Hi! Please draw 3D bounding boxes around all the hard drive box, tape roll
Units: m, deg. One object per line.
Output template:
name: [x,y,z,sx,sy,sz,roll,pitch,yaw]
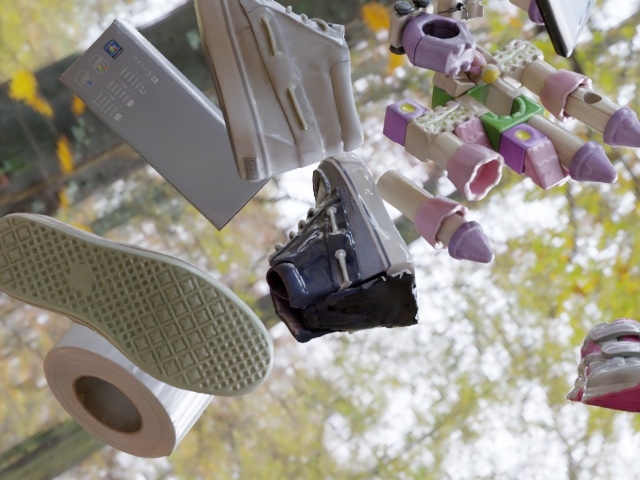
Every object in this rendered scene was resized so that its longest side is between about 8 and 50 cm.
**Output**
hard drive box: [-0.163,-0.130,1.644,0.232,0.089,0.181,43,3,-8]
tape roll: [-0.283,0.196,2.336,0.246,0.169,0.246,22,-39,19]

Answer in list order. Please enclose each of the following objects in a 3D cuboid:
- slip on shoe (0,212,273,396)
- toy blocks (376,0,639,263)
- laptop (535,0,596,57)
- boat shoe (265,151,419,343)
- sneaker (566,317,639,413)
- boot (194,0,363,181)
slip on shoe: [-0.195,0.063,1.574,0.331,0.123,0.101,23,-1,12]
toy blocks: [0.254,-0.141,1.838,0.260,0.289,0.309,38,-39,34]
laptop: [0.158,-0.456,1.407,0.236,0.382,0.408,16,-21,31]
boat shoe: [0.000,0.000,1.833,0.340,0.158,0.127,-118,-162,-59]
sneaker: [0.357,0.146,1.794,0.252,0.103,0.111,161,-60,-83]
boot: [-0.040,-0.178,1.349,0.095,0.123,0.258,93,-17,-69]
